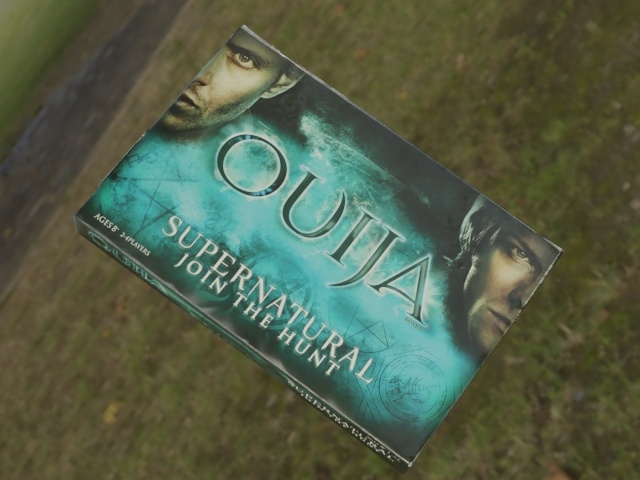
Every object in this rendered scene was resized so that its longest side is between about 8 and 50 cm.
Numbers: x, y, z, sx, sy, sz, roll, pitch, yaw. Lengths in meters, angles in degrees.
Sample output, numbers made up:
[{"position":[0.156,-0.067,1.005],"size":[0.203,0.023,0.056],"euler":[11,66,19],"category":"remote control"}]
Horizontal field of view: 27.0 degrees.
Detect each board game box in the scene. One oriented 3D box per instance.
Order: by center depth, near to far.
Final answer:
[{"position":[0.000,0.000,0.609],"size":[0.126,0.186,0.026],"euler":[-52,-7,-18],"category":"board game box"}]
